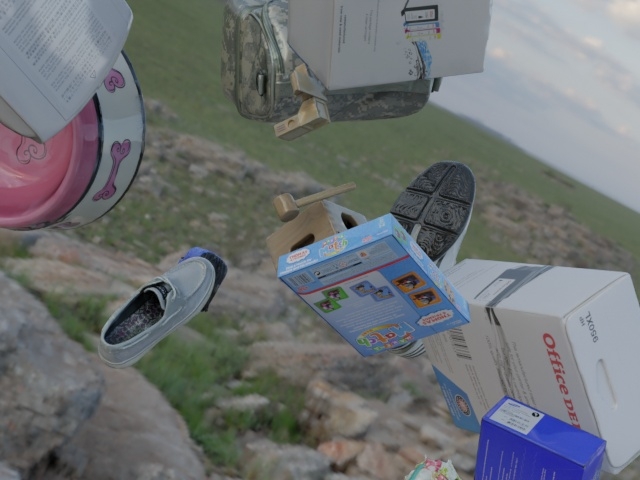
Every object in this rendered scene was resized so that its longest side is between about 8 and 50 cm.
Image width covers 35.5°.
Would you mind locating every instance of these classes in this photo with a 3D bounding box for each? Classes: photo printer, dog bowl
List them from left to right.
[{"bbox_3d":[-0.507,-0.200,1.678,0.408,0.407,0.150,30,22,12],"label":"dog bowl"},{"bbox_3d":[-0.388,-0.293,1.347,0.107,0.256,0.307,24,-16,25],"label":"photo printer"}]

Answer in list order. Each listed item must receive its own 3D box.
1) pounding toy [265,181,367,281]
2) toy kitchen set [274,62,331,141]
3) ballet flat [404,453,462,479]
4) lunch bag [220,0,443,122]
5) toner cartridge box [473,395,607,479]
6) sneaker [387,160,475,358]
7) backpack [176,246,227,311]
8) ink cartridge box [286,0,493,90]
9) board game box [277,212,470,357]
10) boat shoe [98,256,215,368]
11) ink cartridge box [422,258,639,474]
[{"bbox_3d":[0.004,-0.006,1.584,0.206,0.181,0.094,19,42,-52],"label":"pounding toy"},{"bbox_3d":[-0.041,-0.194,1.379,0.068,0.075,0.083,12,60,-56],"label":"toy kitchen set"},{"bbox_3d":[0.140,0.259,0.806,0.241,0.091,0.077,52,42,-28],"label":"ballet flat"},{"bbox_3d":[0.013,-0.287,1.619,0.305,0.212,0.256,-5,29,-21],"label":"lunch bag"},{"bbox_3d":[0.311,0.416,1.495,0.165,0.347,0.075,23,36,33],"label":"toner cartridge box"},{"bbox_3d":[0.239,0.055,2.247,0.169,0.447,0.257,18,-12,23],"label":"sneaker"},{"bbox_3d":[-0.269,0.074,2.149,0.101,0.120,0.098,21,-15,48],"label":"backpack"},{"bbox_3d":[0.092,-0.322,1.353,0.233,0.168,0.171,-10,34,-19],"label":"ink cartridge box"},{"bbox_3d":[0.071,0.063,1.260,0.211,0.160,0.039,47,32,-40],"label":"board game box"},{"bbox_3d":[-0.242,0.098,1.505,0.079,0.227,0.081,38,-27,14],"label":"boat shoe"},{"bbox_3d":[0.362,0.197,1.694,0.395,0.166,0.285,5,-60,59],"label":"ink cartridge box"}]
